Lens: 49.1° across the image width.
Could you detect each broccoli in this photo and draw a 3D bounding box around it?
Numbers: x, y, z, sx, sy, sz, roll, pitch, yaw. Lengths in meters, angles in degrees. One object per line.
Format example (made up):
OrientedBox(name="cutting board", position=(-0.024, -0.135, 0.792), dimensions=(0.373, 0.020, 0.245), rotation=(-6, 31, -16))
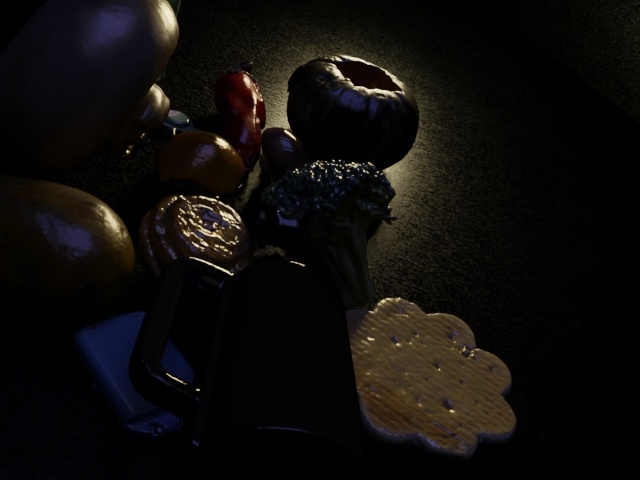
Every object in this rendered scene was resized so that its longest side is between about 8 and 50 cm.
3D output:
OrientedBox(name="broccoli", position=(0.000, 0.000, 1.117), dimensions=(0.247, 0.263, 0.243), rotation=(-38, 108, -52))

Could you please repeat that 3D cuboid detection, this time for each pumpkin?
OrientedBox(name="pumpkin", position=(0.075, -0.284, 1.558), dimensions=(0.320, 0.192, 0.320), rotation=(17, 33, -12))

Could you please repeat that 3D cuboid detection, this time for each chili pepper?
OrientedBox(name="chili pepper", position=(-0.168, -0.269, 1.483), dimensions=(0.110, 0.110, 0.387), rotation=(8, 39, -21))

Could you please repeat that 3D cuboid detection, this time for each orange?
OrientedBox(name="orange", position=(-0.218, -0.143, 1.280), dimensions=(0.160, 0.112, 0.170), rotation=(40, 26, 26))

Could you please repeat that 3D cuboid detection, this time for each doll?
OrientedBox(name="doll", position=(-0.067, -0.154, 1.388), dimensions=(0.188, 0.096, 0.145), rotation=(-71, 135, -88))

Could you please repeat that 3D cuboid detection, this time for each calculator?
OrientedBox(name="calculator", position=(-0.231, 0.166, 0.898), dimensions=(0.121, 0.039, 0.210), rotation=(-12, 46, -43))

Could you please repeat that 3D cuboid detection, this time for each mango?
OrientedBox(name="mango", position=(-0.397, -0.012, 0.945), dimensions=(0.329, 0.176, 0.176), rotation=(29, -10, 11))

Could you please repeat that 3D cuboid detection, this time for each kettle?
OrientedBox(name="kettle", position=(-0.082, 0.176, 0.839), dimensions=(0.262, 0.203, 0.308), rotation=(2, 35, -4))

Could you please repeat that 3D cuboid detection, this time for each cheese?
OrientedBox(name="cheese", position=(-0.284, -0.236, 1.436), dimensions=(0.120, 0.026, 0.067), rotation=(34, 36, 17))

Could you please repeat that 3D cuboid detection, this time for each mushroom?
OrientedBox(name="mushroom", position=(-0.361, -0.249, 1.153), dimensions=(0.294, 0.362, 0.362), rotation=(43, 26, -26))

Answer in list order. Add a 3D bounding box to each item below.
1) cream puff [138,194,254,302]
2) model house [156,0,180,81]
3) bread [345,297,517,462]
OrientedBox(name="cream puff", position=(-0.190, 0.015, 1.049), dimensions=(0.189, 0.129, 0.189), rotation=(30, 31, -21))
OrientedBox(name="model house", position=(-0.488, -0.507, 1.494), dimensions=(0.325, 0.267, 0.194), rotation=(28, 28, 19))
OrientedBox(name="bread", position=(0.147, 0.203, 1.050), dimensions=(0.316, 0.054, 0.316), rotation=(14, 34, -10))
